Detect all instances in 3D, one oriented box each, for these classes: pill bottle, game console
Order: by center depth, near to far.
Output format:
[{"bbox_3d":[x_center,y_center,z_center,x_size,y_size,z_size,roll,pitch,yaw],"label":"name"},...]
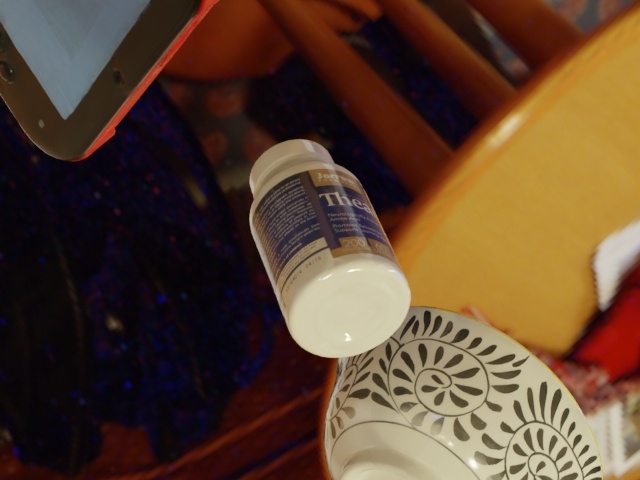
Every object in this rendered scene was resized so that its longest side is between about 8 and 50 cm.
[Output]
[{"bbox_3d":[0.000,0.000,0.845,0.067,0.120,0.067,-10,132,-12],"label":"pill bottle"},{"bbox_3d":[-0.233,-0.262,1.257,0.060,0.342,0.386,-37,179,-34],"label":"game console"}]

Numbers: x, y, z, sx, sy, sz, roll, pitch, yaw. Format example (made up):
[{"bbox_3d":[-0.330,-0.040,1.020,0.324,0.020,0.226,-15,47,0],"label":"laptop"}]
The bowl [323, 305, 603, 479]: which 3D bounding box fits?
[{"bbox_3d":[0.060,0.127,0.864,0.080,0.170,0.170,-42,154,-42],"label":"bowl"}]
